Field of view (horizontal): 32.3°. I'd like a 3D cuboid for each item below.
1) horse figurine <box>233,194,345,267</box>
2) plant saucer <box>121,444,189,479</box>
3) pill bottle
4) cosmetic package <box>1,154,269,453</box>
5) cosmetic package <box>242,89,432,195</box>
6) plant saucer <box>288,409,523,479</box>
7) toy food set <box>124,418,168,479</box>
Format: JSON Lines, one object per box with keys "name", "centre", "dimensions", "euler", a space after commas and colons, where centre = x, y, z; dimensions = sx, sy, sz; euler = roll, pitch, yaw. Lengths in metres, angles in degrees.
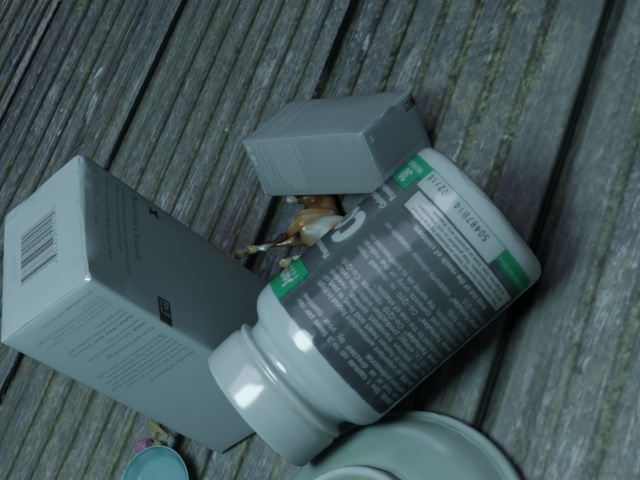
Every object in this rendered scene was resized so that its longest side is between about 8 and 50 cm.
{"name": "horse figurine", "centre": [0.000, 0.000, 1.499], "dimensions": [0.174, 0.066, 0.263], "euler": [-26, 27, -26]}
{"name": "plant saucer", "centre": [-0.222, 0.341, 1.510], "dimensions": [0.119, 0.021, 0.119], "euler": [-12, 67, 28]}
{"name": "pill bottle", "centre": [0.058, 0.080, 1.280], "dimensions": [0.361, 0.204, 0.204], "euler": [-42, 41, 2]}
{"name": "cosmetic package", "centre": [-0.210, 0.093, 1.415], "dimensions": [0.156, 0.385, 0.217], "euler": [-35, 45, 22]}
{"name": "cosmetic package", "centre": [0.022, -0.134, 1.549], "dimensions": [0.238, 0.107, 0.127], "euler": [6, 37, 44]}
{"name": "plant saucer", "centre": [0.044, 0.361, 1.203], "dimensions": [0.400, 0.100, 0.401], "euler": [-24, 47, 29]}
{"name": "toy food set", "centre": [-0.250, 0.321, 1.572], "dimensions": [0.078, 0.019, 0.122], "euler": [26, 89, 50]}
